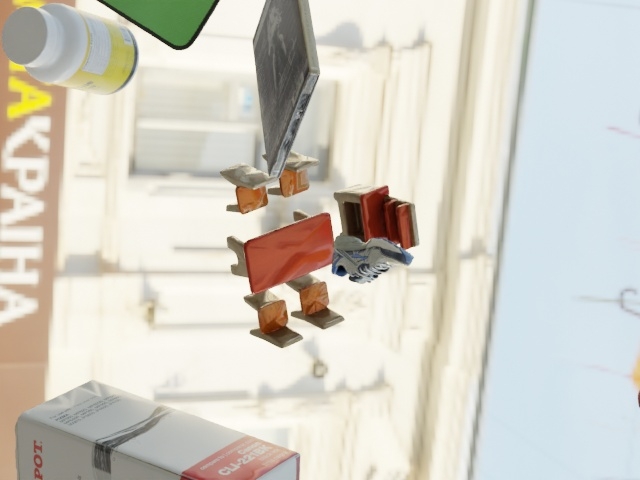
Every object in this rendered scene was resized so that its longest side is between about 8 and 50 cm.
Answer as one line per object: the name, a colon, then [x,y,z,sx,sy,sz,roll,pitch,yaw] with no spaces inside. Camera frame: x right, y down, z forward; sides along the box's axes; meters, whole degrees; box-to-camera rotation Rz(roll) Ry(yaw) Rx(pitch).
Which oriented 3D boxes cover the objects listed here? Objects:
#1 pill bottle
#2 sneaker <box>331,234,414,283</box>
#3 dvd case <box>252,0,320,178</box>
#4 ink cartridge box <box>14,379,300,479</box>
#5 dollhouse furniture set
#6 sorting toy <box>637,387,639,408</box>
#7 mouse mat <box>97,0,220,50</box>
pill bottle: [-0.324,-0.249,1.807,0.103,0.184,0.103,-2,-93,28]
sneaker: [0.064,0.031,1.761,0.135,0.052,0.058,3,-111,51]
dvd case: [-0.040,-0.204,1.550,0.164,0.018,0.221,114,-25,-47]
ink cartridge box: [-0.163,0.275,1.375,0.273,0.114,0.197,14,-68,31]
dollhouse furniture set: [0.000,0.000,2.029,0.135,0.259,0.262,22,-53,52]
sorting toy: [0.310,0.186,0.855,0.274,0.132,0.046,59,-37,27]
mouse mat: [-0.150,-0.264,1.134,0.152,0.189,0.007,-57,-176,7]
